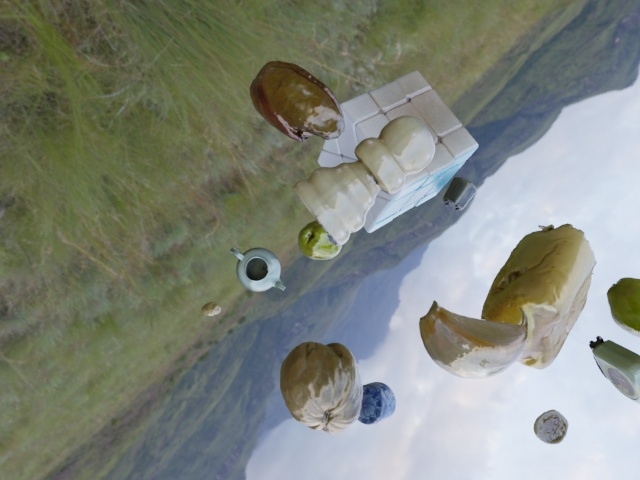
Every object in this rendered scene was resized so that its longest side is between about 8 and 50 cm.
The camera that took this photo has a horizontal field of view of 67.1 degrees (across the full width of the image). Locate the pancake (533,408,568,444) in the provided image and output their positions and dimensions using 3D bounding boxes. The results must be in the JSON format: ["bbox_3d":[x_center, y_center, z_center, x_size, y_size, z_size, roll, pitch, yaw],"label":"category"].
[{"bbox_3d":[0.906,0.733,1.889,0.140,0.139,0.022,-52,177,-1],"label":"pancake"}]

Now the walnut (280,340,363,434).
[{"bbox_3d":[0.006,0.470,1.580,0.285,0.296,0.285,-40,-145,36],"label":"walnut"}]

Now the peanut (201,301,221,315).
[{"bbox_3d":[-0.418,0.262,1.846,0.113,0.054,0.054,-18,-151,51],"label":"peanut"}]

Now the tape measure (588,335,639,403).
[{"bbox_3d":[1.140,0.486,1.795,0.115,0.207,0.235,-35,-165,-3],"label":"tape measure"}]

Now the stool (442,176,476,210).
[{"bbox_3d":[0.501,-0.168,1.744,0.110,0.096,0.096,-56,-177,-2],"label":"stool"}]

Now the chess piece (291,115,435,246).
[{"bbox_3d":[0.092,-0.119,0.880,0.260,0.143,0.143,-37,-176,4],"label":"chess piece"}]

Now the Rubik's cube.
[{"bbox_3d":[0.224,-0.270,1.503,0.315,0.319,0.322,-29,167,-23],"label":"Rubik's cube"}]

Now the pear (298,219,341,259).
[{"bbox_3d":[0.000,0.000,1.203,0.107,0.107,0.131,-51,161,11],"label":"pear"}]

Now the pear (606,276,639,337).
[{"bbox_3d":[1.240,0.267,1.866,0.212,0.269,0.213,-22,149,-14],"label":"pear"}]

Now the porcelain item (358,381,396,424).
[{"bbox_3d":[0.196,0.607,1.799,0.147,0.147,0.114,-51,148,19],"label":"porcelain item"}]

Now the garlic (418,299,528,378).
[{"bbox_3d":[0.334,0.214,1.033,0.145,0.244,0.164,117,-23,-65],"label":"garlic"}]

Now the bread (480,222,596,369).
[{"bbox_3d":[0.642,0.178,1.473,0.394,0.250,0.361,-45,139,-27],"label":"bread"}]

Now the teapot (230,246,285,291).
[{"bbox_3d":[-0.271,0.124,2.088,0.193,0.294,0.129,-54,177,-5],"label":"teapot"}]

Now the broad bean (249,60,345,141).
[{"bbox_3d":[-0.049,-0.265,0.949,0.122,0.228,0.156,-47,154,0],"label":"broad bean"}]
